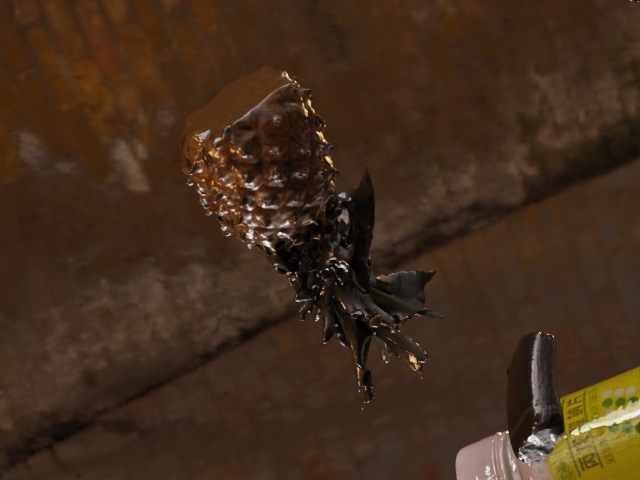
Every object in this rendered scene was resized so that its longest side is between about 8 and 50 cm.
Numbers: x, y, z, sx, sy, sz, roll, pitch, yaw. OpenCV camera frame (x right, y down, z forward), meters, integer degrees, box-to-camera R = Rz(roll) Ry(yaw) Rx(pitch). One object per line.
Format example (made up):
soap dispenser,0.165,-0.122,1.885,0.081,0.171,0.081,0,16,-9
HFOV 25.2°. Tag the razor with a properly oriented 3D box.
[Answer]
razor,0.249,0.180,1.677,0.054,0.090,0.148,12,-134,-10

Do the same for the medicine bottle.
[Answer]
medicine bottle,0.404,0.319,2.071,0.213,0.378,0.214,49,-154,-34

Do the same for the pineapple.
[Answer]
pineapple,-0.001,-0.002,1.467,0.165,0.165,0.364,-50,-60,-27

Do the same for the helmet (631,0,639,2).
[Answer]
helmet,0.496,-0.412,1.928,0.160,0.278,0.231,13,-103,-43
